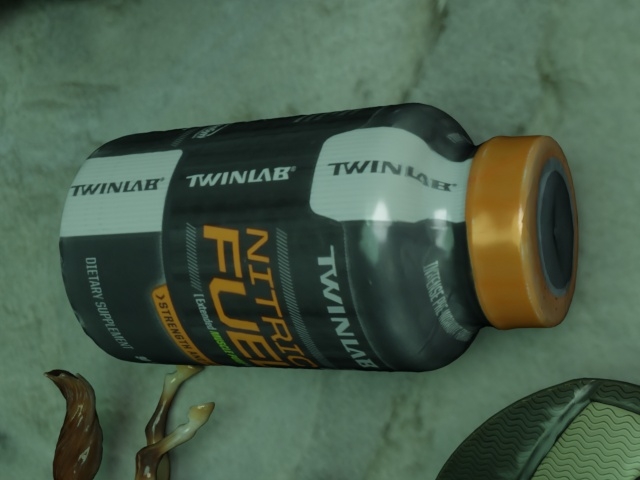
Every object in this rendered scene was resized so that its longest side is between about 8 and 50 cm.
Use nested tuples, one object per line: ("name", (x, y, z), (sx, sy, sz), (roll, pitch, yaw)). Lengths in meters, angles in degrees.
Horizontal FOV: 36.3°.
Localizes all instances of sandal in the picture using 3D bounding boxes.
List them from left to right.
("sandal", (0.104, 0.193, 0.466), (0.120, 0.086, 0.303), (27, 119, 33))

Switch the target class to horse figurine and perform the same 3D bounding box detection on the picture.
("horse figurine", (-0.074, 0.185, 0.571), (0.263, 0.066, 0.174), (35, 100, 23))

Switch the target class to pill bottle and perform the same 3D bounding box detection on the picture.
("pill bottle", (0.000, 0.000, 0.494), (0.245, 0.130, 0.131), (-3, 88, 29))
